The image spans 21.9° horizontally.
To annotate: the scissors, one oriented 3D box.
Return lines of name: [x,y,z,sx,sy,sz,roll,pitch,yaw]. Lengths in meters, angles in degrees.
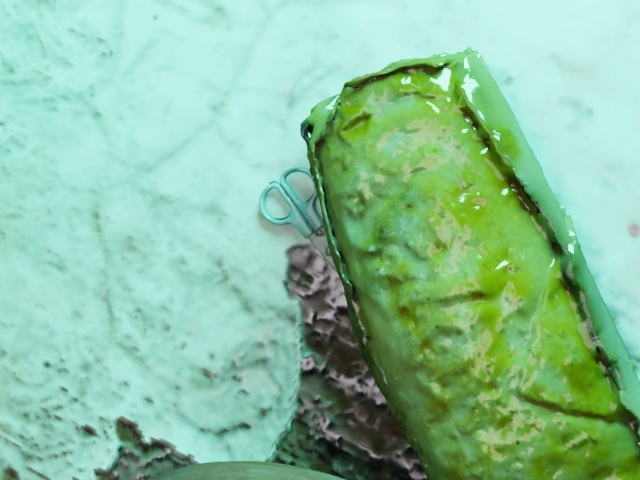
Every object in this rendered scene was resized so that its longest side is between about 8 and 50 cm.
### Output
scissors: [0.000,0.000,0.866,0.036,0.006,0.083,-38,80,14]

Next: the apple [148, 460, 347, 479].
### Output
apple: [-0.021,0.253,0.728,0.235,0.306,0.305,9,91,1]

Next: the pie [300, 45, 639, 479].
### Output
pie: [0.079,0.045,0.813,0.129,0.068,0.282,-24,87,15]
